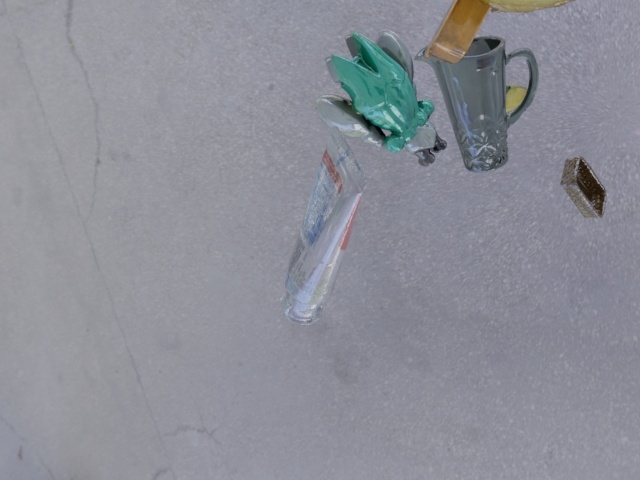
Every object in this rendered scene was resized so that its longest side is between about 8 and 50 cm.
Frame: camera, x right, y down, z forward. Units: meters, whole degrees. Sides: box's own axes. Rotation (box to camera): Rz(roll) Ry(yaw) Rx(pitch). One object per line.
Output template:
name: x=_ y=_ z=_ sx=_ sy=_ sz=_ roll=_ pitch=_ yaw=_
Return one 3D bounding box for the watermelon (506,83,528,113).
watermelon: x=0.510 y=-0.408 z=1.490 sx=0.075 sy=0.181 sz=0.092 roll=52 pitch=130 yaw=20

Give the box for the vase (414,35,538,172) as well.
vase: x=0.364 y=-0.309 z=1.212 sx=0.251 sy=0.156 sz=0.301 roll=-12 pitch=121 yaw=14

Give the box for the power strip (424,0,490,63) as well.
power strip: x=0.137 y=-0.221 z=0.423 sx=0.028 sy=0.049 sz=0.178 roll=28 pitch=101 yaw=-2

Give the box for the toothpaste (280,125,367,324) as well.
toothpaste: x=0.000 y=0.000 z=0.565 sx=0.234 sy=0.057 sz=0.089 roll=105 pitch=151 yaw=-44

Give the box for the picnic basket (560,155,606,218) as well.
picnic basket: x=0.730 y=-0.144 z=1.492 sx=0.193 sy=0.110 sz=0.055 roll=38 pitch=152 yaw=-30

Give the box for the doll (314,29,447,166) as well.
doll: x=0.098 y=-0.236 z=0.950 sx=0.153 sy=0.195 sz=0.258 roll=16 pitch=128 yaw=66

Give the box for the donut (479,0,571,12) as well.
donut: x=0.128 y=-0.237 z=0.333 sx=0.178 sy=0.065 sz=0.162 roll=42 pitch=124 yaw=5
